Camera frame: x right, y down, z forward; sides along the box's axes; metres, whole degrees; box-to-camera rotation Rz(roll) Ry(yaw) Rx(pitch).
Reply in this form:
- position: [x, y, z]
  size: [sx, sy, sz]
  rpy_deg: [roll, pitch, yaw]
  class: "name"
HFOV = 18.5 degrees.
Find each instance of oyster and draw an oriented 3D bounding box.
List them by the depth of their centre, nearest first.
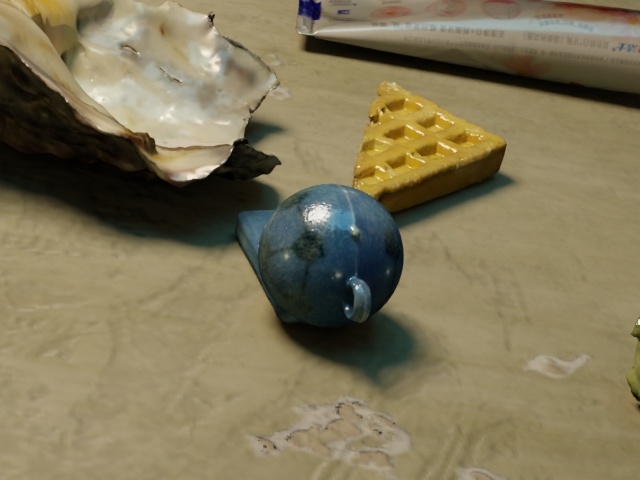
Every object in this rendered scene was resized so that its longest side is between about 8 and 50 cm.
- position: [-0.153, -0.098, 1.227]
  size: [0.271, 0.100, 0.275]
  rpy_deg: [22, 16, 11]
  class: "oyster"

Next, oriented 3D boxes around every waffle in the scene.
- position: [0.027, -0.059, 1.302]
  size: [0.125, 0.032, 0.191]
  rpy_deg: [33, 32, 30]
  class: "waffle"

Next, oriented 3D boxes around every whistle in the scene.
- position: [0.000, 0.000, 1.127]
  size: [0.090, 0.090, 0.158]
  rpy_deg: [2, 30, -22]
  class: "whistle"

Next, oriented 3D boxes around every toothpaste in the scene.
- position: [0.142, -0.158, 1.514]
  size: [0.323, 0.066, 0.100]
  rpy_deg: [7, 29, -2]
  class: "toothpaste"

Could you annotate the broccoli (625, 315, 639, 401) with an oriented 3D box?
- position: [0.329, 0.082, 1.116]
  size: [0.275, 0.177, 0.198]
  rpy_deg: [-25, 76, -11]
  class: "broccoli"
